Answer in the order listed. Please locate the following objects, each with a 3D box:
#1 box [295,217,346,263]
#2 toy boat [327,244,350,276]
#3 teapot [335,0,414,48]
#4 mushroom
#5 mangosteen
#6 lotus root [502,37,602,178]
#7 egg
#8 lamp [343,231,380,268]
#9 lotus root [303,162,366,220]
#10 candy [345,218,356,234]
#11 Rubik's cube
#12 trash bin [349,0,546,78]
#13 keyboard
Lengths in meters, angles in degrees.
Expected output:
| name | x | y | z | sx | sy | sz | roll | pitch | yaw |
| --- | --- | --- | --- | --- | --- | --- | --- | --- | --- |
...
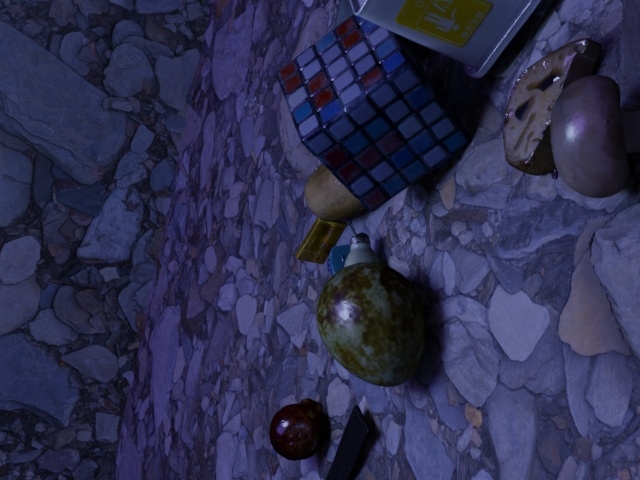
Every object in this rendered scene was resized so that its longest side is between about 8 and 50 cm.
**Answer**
| name | x | y | z | sx | sy | sz | roll | pitch | yaw |
| --- | --- | --- | --- | --- | --- | --- | --- | --- | --- |
| box | 0.000 | 0.000 | 2.284 | 0.156 | 0.089 | 0.022 | -57 | 32 | 33 |
| toy boat | 0.070 | 0.107 | 2.141 | 0.110 | 0.091 | 0.175 | 78 | -177 | -60 |
| teapot | 0.155 | -0.576 | 2.035 | 0.312 | 0.233 | 0.315 | -58 | 10 | 25 |
| mushroom | 0.478 | -0.173 | 1.357 | 0.204 | 0.204 | 0.204 | -31 | 54 | 56 |
| mangosteen | -0.057 | 0.501 | 2.183 | 0.181 | 0.155 | 0.146 | 93 | 154 | -80 |
| lotus root | 0.425 | -0.255 | 1.577 | 0.170 | 0.074 | 0.261 | 34 | 110 | 64 |
| egg | 0.119 | 0.185 | 1.835 | 0.289 | 0.238 | 0.238 | 57 | 133 | 28 |
| lamp | 0.106 | 0.106 | 2.033 | 0.101 | 0.101 | 0.250 | -25 | 67 | 58 |
| lotus root | 0.081 | -0.159 | 2.114 | 0.342 | 0.151 | 0.169 | -31 | 51 | 51 |
| candy | 0.071 | -0.058 | 2.236 | 0.035 | 0.035 | 0.123 | -60 | 41 | 39 |
| Rubik's cube | 0.114 | -0.298 | 1.856 | 0.292 | 0.287 | 0.293 | -33 | 43 | 15 |
| trash bin | 0.241 | -0.535 | 1.703 | 0.256 | 0.367 | 0.296 | -54 | 36 | 41 |
| keyboard | 0.083 | 0.487 | 2.002 | 0.381 | 0.041 | 0.103 | -66 | 30 | 25 |
